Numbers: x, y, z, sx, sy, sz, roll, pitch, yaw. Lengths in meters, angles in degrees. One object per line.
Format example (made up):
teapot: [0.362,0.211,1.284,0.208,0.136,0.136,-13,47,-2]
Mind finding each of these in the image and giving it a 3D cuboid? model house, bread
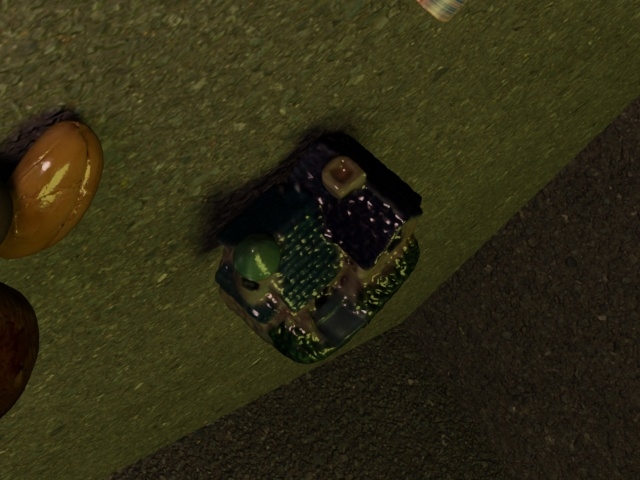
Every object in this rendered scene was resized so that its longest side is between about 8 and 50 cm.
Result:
model house: [-0.001,-0.002,1.541,0.298,0.243,0.284,-43,164,-19]
bread: [-0.281,-0.044,1.054,0.189,0.077,0.114,-52,-178,32]

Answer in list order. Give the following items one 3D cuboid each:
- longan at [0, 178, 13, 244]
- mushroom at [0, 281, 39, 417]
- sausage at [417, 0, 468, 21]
longan: [-0.338,-0.035,0.957,0.106,0.106,0.119,10,90,-70]
mushroom: [-0.429,0.108,0.888,0.345,0.345,0.239,95,15,-71]
sausage: [0.218,-0.384,1.125,0.312,0.093,0.093,-44,164,27]
